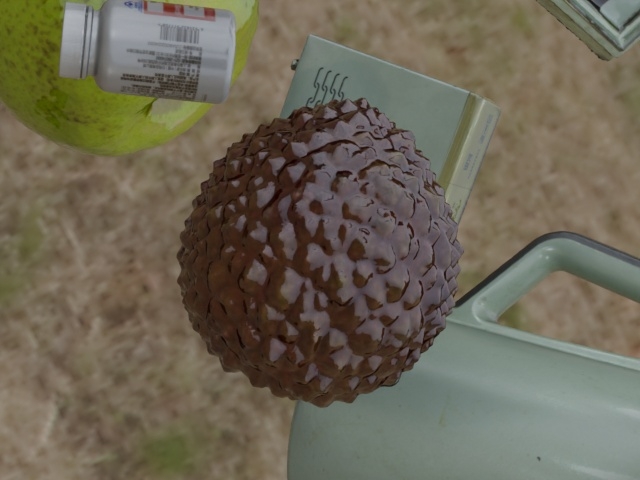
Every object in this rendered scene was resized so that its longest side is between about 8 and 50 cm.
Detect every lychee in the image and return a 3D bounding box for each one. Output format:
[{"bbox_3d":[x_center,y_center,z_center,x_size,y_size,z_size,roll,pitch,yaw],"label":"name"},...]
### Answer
[{"bbox_3d":[0.000,0.000,1.009,0.188,0.188,0.188,39,37,-38],"label":"lychee"}]

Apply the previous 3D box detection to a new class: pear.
[{"bbox_3d":[-0.267,-0.302,1.967,0.391,0.391,0.391,39,37,-38],"label":"pear"}]

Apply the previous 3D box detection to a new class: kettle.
[{"bbox_3d":[0.205,0.165,1.597,0.250,0.377,0.361,44,62,-57],"label":"kettle"}]

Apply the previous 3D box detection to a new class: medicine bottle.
[{"bbox_3d":[-0.143,-0.158,1.358,0.140,0.079,0.079,5,52,-9],"label":"medicine bottle"}]

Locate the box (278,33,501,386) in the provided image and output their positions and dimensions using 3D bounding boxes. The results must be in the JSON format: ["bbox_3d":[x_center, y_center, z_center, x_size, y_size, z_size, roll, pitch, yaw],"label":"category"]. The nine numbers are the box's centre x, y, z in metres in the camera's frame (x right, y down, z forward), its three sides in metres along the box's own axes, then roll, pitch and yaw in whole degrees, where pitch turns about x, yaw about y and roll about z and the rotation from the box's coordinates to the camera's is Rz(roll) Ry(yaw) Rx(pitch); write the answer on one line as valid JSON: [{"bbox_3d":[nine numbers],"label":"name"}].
[{"bbox_3d":[0.024,-0.029,1.461,0.045,0.211,0.270,8,102,-60],"label":"box"}]

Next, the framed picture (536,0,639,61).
[{"bbox_3d":[0.205,-0.230,0.835,0.231,0.293,0.018,28,26,-48],"label":"framed picture"}]
